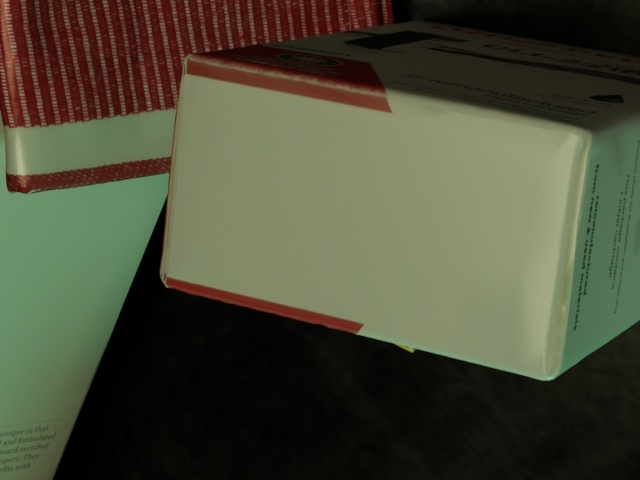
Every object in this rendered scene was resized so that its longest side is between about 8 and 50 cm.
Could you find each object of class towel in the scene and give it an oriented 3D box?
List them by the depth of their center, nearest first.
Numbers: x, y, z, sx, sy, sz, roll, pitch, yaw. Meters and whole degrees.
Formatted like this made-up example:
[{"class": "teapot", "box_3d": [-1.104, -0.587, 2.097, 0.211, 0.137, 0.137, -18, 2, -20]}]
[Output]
[{"class": "towel", "box_3d": [-0.065, -0.198, 0.984, 0.037, 0.237, 0.329, 20, 115, 57]}]

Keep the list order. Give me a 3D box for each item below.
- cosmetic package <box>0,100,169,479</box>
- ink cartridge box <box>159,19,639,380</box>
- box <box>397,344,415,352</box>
[{"class": "cosmetic package", "box_3d": [-0.239, 0.027, 1.140, 0.197, 0.155, 0.365, 40, 119, 36]}, {"class": "ink cartridge box", "box_3d": [0.077, -0.033, 0.921, 0.197, 0.273, 0.114, 13, 104, 24]}, {"class": "box", "box_3d": [0.000, 0.000, 1.091, 0.169, 0.054, 0.059, 25, 112, 20]}]
